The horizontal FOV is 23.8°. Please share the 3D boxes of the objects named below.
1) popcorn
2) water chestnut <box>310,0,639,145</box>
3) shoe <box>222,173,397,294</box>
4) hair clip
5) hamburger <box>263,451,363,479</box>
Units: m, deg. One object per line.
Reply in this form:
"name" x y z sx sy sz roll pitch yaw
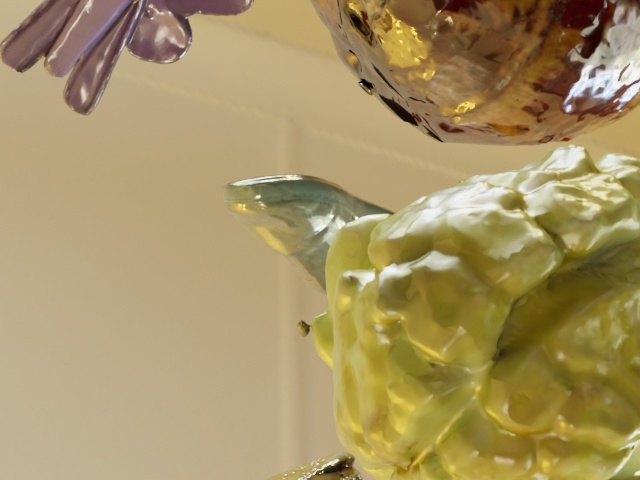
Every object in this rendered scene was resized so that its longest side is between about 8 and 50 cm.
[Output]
"popcorn" 0.066 0.030 0.484 0.162 0.141 0.135 52 -174 38
"water chestnut" 0.111 -0.194 0.974 0.244 0.289 0.289 -39 -101 0
"shoe" 0.000 0.000 1.425 0.251 0.103 0.100 13 -99 -51
"hair clip" -0.085 -0.192 0.906 0.137 0.278 0.090 32 -144 -19
"hamburger" -0.018 0.286 1.473 0.185 0.159 0.131 -18 -93 -48
